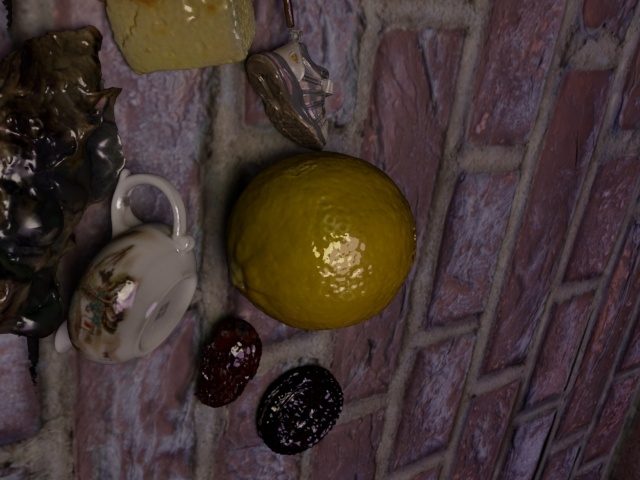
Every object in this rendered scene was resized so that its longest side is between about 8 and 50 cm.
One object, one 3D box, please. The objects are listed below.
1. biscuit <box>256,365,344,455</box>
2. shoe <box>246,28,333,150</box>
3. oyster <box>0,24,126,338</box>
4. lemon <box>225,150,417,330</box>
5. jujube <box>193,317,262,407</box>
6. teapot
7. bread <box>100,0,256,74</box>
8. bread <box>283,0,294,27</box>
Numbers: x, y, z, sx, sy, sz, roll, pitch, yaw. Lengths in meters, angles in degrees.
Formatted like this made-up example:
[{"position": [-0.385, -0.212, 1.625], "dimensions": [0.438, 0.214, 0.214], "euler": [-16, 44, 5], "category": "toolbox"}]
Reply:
[{"position": [-0.039, 0.335, 1.140], "dimensions": [0.194, 0.053, 0.194], "euler": [-16, 121, -28], "category": "biscuit"}, {"position": [-0.032, -0.218, 0.854], "dimensions": [0.092, 0.089, 0.180], "euler": [-52, 135, -19], "category": "shoe"}, {"position": [-0.303, -0.067, 0.666], "dimensions": [0.221, 0.096, 0.361], "euler": [76, 30, -66], "category": "oyster"}, {"position": [0.001, 0.000, 0.861], "dimensions": [0.293, 0.293, 0.293], "euler": [-16, 121, -29], "category": "lemon"}, {"position": [-0.150, 0.209, 0.976], "dimensions": [0.104, 0.104, 0.166], "euler": [-3, 127, -35], "category": "jujube"}, {"position": [-0.254, 0.056, 0.780], "dimensions": [0.298, 0.139, 0.204], "euler": [-61, 170, 11], "category": "teapot"}, {"position": [-0.187, -0.341, 0.711], "dimensions": [0.178, 0.135, 0.240], "euler": [-6, 122, 4], "category": "bread"}, {"position": [-0.051, -0.442, 0.713], "dimensions": [0.124, 0.084, 0.344], "euler": [-29, 126, -33], "category": "bread"}]
